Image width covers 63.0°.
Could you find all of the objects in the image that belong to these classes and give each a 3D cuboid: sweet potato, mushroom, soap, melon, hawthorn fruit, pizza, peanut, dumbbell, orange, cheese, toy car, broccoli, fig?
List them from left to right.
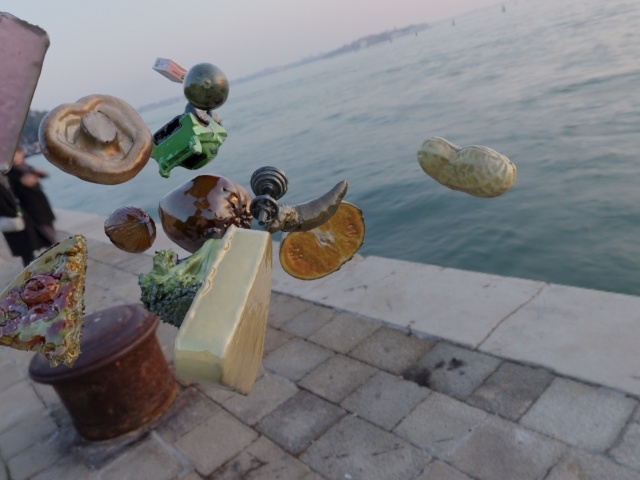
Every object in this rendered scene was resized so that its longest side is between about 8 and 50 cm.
[{"bbox_3d":[-0.666,-0.290,1.069,0.107,0.296,0.285,17,-4,-41],"label":"soap"},{"bbox_3d":[-0.823,0.209,1.566,0.406,0.130,0.440,38,84,34],"label":"pizza"},{"bbox_3d":[-0.565,-0.259,1.330,0.278,0.278,0.146,-31,-12,-37],"label":"mushroom"},{"bbox_3d":[-0.517,-0.043,1.469,0.201,0.146,0.134,-19,53,53],"label":"fig"},{"bbox_3d":[-0.420,-0.310,1.682,0.213,0.176,0.358,-34,0,11],"label":"toy car"},{"bbox_3d":[-0.358,0.117,1.523,0.347,0.293,0.281,-34,27,46],"label":"broccoli"},{"bbox_3d":[-0.395,-0.092,1.796,0.324,0.308,0.308,19,23,2],"label":"hawthorn fruit"},{"bbox_3d":[-0.280,-0.376,1.283,0.114,0.114,0.167,-20,11,-12],"label":"melon"},{"bbox_3d":[-0.178,0.139,1.109,0.104,0.384,0.384,8,22,5],"label":"cheese"},{"bbox_3d":[-0.148,-0.114,1.419,0.110,0.110,0.255,-13,32,10],"label":"dumbbell"},{"bbox_3d":[-0.051,-0.076,1.507,0.309,0.098,0.124,-23,-22,-26],"label":"sweet potato"},{"bbox_3d":[-0.004,-0.002,1.862,0.274,0.274,0.310,7,63,49],"label":"orange"},{"bbox_3d":[0.405,-0.212,1.489,0.147,0.147,0.305,-30,37,-35],"label":"peanut"}]

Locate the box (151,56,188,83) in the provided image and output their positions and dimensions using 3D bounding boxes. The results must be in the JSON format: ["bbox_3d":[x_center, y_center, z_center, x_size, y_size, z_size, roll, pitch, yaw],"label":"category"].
[{"bbox_3d":[-0.495,-0.565,1.743,0.125,0.089,0.043,27,89,48],"label":"box"}]
